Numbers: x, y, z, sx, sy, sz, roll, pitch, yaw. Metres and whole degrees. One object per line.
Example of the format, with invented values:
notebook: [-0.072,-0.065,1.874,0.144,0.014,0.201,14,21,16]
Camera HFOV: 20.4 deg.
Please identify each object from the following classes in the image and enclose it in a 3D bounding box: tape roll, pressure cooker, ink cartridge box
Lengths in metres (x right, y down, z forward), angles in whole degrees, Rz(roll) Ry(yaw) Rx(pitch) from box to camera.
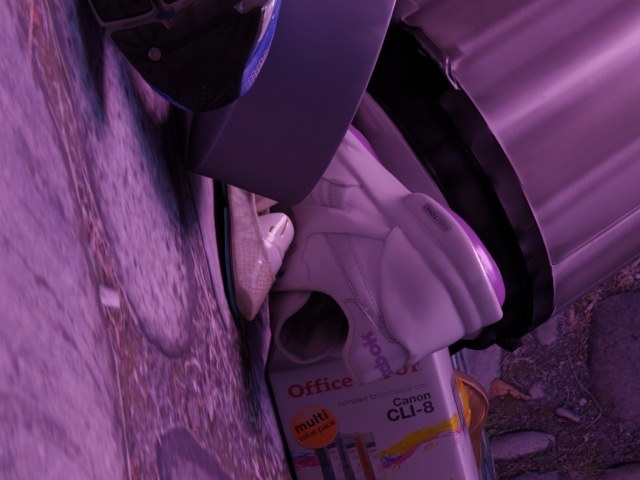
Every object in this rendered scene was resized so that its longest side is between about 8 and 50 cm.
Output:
tape roll: [-0.016,-0.136,1.140,0.219,0.072,0.219,-162,-90,-78]
pressure cooker: [0.152,-0.111,1.621,0.370,0.420,0.375,54,-14,7]
ink cartridge box: [0.044,0.142,1.361,0.127,0.128,0.176,-79,154,-72]

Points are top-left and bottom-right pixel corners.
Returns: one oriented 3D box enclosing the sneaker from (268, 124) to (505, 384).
sneaker: [0.000,0.000,1.300,0.305,0.152,0.114,40,-18,53]

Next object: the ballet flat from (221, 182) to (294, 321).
ballet flat: [-0.044,-0.022,1.258,0.057,0.052,0.168,69,11,-57]

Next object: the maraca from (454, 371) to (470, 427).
maraca: [0.088,0.162,1.835,0.186,0.099,0.127,37,38,-40]

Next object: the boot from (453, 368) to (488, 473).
boot: [0.148,0.250,2.138,0.305,0.112,0.115,71,20,-56]

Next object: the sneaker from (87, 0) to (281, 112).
sneaker: [-0.070,-0.201,1.062,0.147,0.130,0.330,64,14,-52]
